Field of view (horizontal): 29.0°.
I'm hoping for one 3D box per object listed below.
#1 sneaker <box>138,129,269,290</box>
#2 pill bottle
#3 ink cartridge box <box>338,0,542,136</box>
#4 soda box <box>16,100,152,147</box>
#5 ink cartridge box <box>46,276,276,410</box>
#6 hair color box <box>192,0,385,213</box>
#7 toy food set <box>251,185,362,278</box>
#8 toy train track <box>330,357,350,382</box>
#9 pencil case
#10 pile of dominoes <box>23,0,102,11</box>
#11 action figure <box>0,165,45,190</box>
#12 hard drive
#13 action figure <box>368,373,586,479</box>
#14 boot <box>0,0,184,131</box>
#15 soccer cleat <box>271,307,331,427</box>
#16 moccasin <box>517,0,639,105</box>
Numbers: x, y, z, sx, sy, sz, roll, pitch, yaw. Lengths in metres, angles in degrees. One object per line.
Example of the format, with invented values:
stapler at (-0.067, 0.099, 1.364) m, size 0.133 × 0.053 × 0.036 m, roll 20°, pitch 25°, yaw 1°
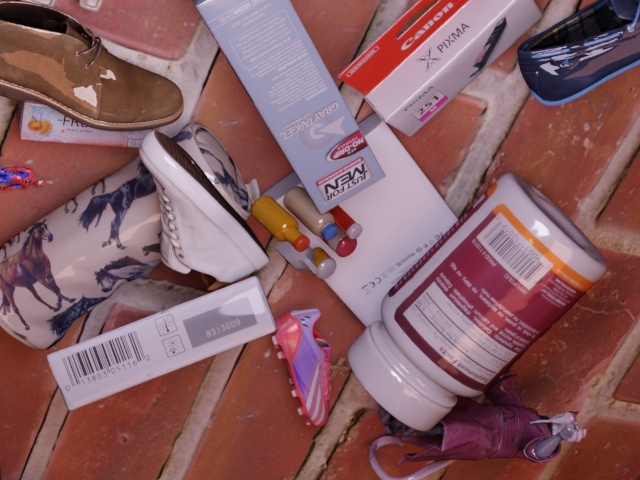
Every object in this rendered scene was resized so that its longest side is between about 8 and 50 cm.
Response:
sneaker at (-0.180, -0.023, 1.653) m, size 0.123 × 0.106 × 0.290 m, roll -33°, pitch 135°, yaw 3°
pill bottle at (0.240, 0.104, 1.958) m, size 0.224 × 0.224 × 0.392 m, roll 33°, pitch 108°, yaw -33°
ink cartridge box at (0.177, -0.278, 1.762) m, size 0.275 × 0.060 × 0.239 m, roll -42°, pitch 163°, yaw 12°
soda box at (-0.329, -0.173, 1.736) m, size 0.183 × 0.063 × 0.058 m, roll 3°, pitch 121°, yaw -21°
ink cartridge box at (-0.223, 0.147, 1.864) m, size 0.308 × 0.385 × 0.091 m, roll -22°, pitch 90°, yaw -3°
hair color box at (-0.057, -0.236, 1.708) m, size 0.113 × 0.185 × 0.374 m, roll -31°, pitch 127°, yaw 2°
toy food set at (0.000, 0.000, 1.841) m, size 0.111 × 0.104 × 0.232 m, roll -43°, pitch 146°, yaw -5°
toy train track at (0.020, 0.232, 2.160) m, size 0.048 × 0.014 × 0.083 m, roll 7°, pitch 126°, yaw -31°
pencil case at (-0.290, -0.006, 1.805) m, size 0.410 × 0.160 × 0.183 m, roll -33°, pitch 148°, yaw 5°
pile of dominoes at (-0.342, -0.427, 1.591) m, size 0.196 × 0.040 × 0.251 m, roll 16°, pitch 108°, yaw -27°
action figure at (-0.452, -0.091, 1.774) m, size 0.115 × 0.030 × 0.038 m, roll 8°, pitch 115°, yaw -25°
hard drive at (0.090, -0.016, 1.994) m, size 0.233 × 0.047 × 0.353 m, roll -36°, pitch 127°, yaw 7°
action figure at (0.305, 0.349, 2.189) m, size 0.370 × 0.248 × 0.276 m, roll 7°, pitch 121°, yaw -20°
boot at (-0.316, -0.232, 1.659) m, size 0.305 × 0.112 × 0.115 m, roll 13°, pitch 135°, yaw -24°
soccer cleat at (-0.013, 0.219, 2.098) m, size 0.095 × 0.083 × 0.248 m, roll -20°, pitch 123°, yaw 0°
moccasin at (0.453, -0.330, 1.848) m, size 0.342 × 0.138 × 0.117 m, roll -36°, pitch 122°, yaw 6°
